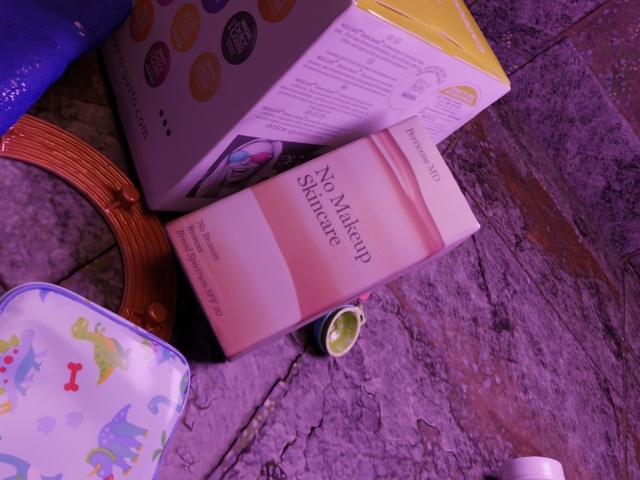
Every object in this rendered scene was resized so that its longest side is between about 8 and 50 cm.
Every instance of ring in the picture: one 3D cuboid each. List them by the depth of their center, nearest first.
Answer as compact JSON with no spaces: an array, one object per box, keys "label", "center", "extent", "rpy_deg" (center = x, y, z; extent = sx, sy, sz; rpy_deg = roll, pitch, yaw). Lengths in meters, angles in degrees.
[{"label":"ring","center":[-0.275,0.010,0.545],"extent":[0.336,0.032,0.337],"rpy_deg":[30,44,-33]}]

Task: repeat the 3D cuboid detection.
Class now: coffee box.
[{"label":"coffee box","center":[-0.033,-0.255,0.747],"extent":[0.338,0.334,0.338],"rpy_deg":[2,59,-50]}]

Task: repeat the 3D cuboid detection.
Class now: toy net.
[{"label":"toy net","center":[0.042,0.032,0.783],"extent":[0.122,0.045,0.232],"rpy_deg":[-10,111,-44]}]

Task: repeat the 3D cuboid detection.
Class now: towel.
[{"label":"towel","center":[-0.347,-0.201,0.564],"extent":[0.227,0.076,0.308],"rpy_deg":[23,43,-7]}]

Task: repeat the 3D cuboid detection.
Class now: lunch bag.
[{"label":"lunch bag","center":[-0.209,0.150,0.434],"extent":[0.176,0.090,0.219],"rpy_deg":[35,58,-30]}]

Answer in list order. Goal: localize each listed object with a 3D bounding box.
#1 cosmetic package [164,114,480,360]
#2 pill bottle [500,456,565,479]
[{"label":"cosmetic package","center":[0.000,0.000,0.655],"extent":[0.296,0.129,0.153],"rpy_deg":[-27,82,-14]},{"label":"pill bottle","center":[0.314,0.429,0.833],"extent":[0.124,0.124,0.221],"rpy_deg":[33,43,-29]}]
